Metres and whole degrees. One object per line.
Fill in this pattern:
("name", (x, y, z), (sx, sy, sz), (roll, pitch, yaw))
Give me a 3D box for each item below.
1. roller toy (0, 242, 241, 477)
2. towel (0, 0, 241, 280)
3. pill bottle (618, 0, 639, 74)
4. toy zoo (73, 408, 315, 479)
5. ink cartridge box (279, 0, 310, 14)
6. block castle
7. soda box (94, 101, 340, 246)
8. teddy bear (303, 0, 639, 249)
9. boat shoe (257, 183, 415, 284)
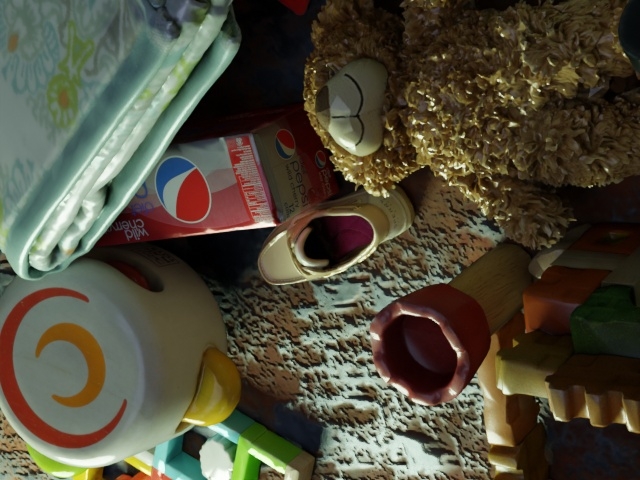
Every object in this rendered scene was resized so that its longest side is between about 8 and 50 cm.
("roller toy", (-0.186, 0.098, 1.541), (0.209, 0.146, 0.191), (-22, 87, 29))
("towel", (-0.223, -0.190, 1.375), (0.374, 0.090, 0.320), (-47, 65, 43))
("pill bottle", (0.279, -0.076, 1.077), (0.123, 0.123, 0.219), (-9, 137, 39))
("toy zoo", (-0.146, 0.218, 1.660), (0.293, 0.030, 0.192), (27, 126, 23))
("ink cartridge box", (-0.044, -0.285, 1.293), (0.134, 0.078, 0.231), (37, 130, 16))
("block castle", (0.264, 0.170, 1.213), (0.453, 0.213, 0.303), (5, 115, 35))
("soda box", (-0.118, -0.053, 1.457), (0.263, 0.092, 0.083), (-5, 107, 39))
("teddy bear", (0.124, -0.104, 1.225), (0.338, 0.113, 0.245), (17, 135, 23))
("boat shoe", (0.000, 0.000, 1.420), (0.170, 0.059, 0.063), (-28, 95, 42))
